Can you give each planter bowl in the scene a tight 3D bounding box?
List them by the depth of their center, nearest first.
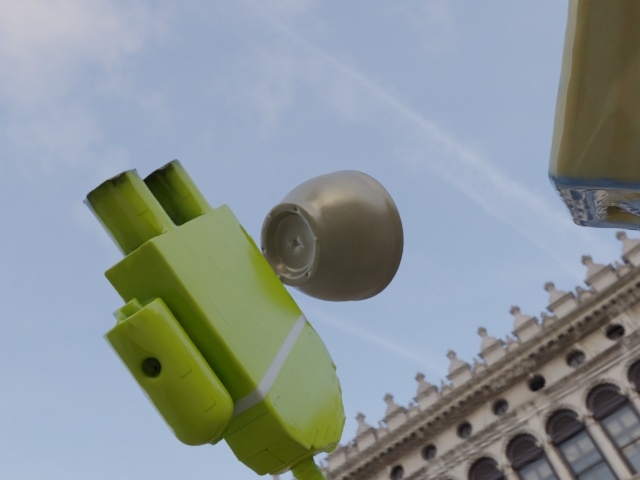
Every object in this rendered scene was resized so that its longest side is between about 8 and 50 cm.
[{"bbox_3d":[0.000,0.000,0.755,0.109,0.162,0.162,-10,-47,-47],"label":"planter bowl"}]

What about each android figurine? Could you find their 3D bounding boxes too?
[{"bbox_3d":[-0.066,0.066,0.495,0.056,0.248,0.272,-32,-83,13],"label":"android figurine"}]

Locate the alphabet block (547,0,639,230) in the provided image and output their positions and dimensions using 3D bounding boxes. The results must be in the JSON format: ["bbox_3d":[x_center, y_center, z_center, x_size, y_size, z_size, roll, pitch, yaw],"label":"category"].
[{"bbox_3d":[0.254,-0.107,0.384,0.194,0.192,0.197,7,-94,25],"label":"alphabet block"}]
